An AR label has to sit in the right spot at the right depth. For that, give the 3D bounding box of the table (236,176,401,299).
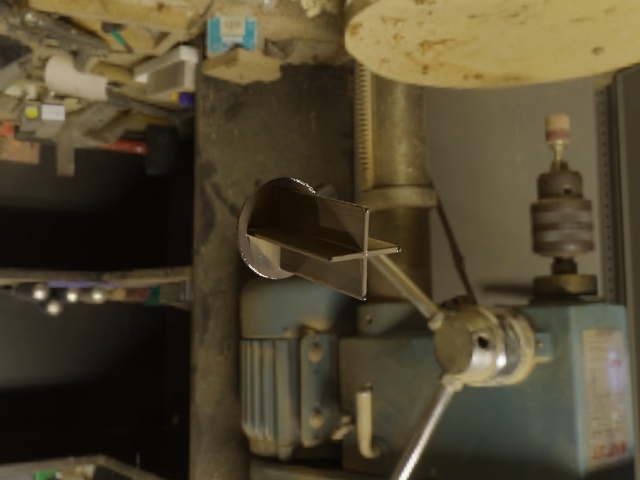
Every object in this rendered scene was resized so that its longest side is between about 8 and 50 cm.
[{"bbox_3d":[0.000,0.000,1.238,0.167,0.167,0.226,4,-172,-37],"label":"table"}]
